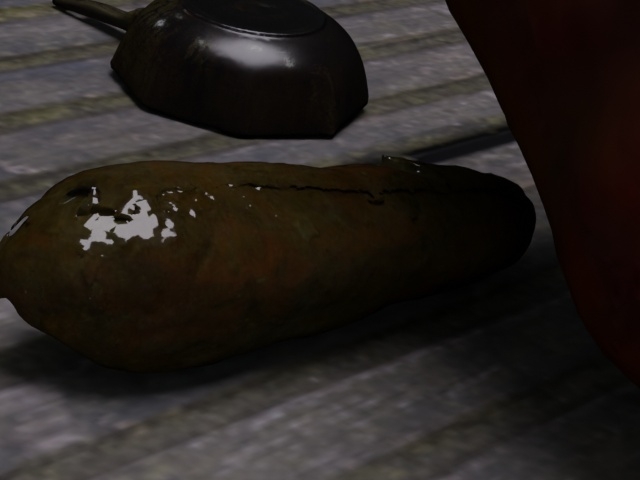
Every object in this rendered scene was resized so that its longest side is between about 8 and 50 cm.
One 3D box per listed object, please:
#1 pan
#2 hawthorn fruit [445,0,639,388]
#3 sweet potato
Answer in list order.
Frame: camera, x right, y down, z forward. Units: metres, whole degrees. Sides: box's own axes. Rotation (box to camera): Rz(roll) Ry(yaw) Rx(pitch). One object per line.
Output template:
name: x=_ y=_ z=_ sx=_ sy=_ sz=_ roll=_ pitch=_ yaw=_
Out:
pan: x=-0.073 y=-0.110 z=0.908 sx=0.202 sy=0.048 sz=0.128 roll=16 pitch=25 yaw=14
hawthorn fruit: x=0.289 y=-0.126 z=0.622 sx=0.472 sy=0.471 sz=0.472 roll=9 pitch=23 yaw=-4
sweet potato: x=0.000 y=0.000 z=0.666 sx=0.273 sy=0.075 sz=0.075 roll=-8 pitch=30 yaw=-41
